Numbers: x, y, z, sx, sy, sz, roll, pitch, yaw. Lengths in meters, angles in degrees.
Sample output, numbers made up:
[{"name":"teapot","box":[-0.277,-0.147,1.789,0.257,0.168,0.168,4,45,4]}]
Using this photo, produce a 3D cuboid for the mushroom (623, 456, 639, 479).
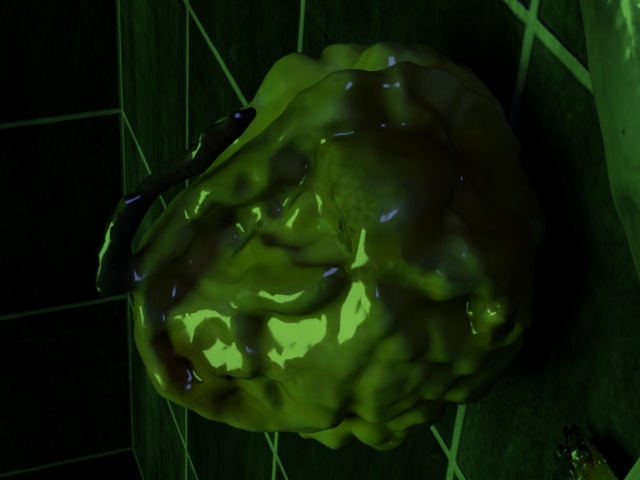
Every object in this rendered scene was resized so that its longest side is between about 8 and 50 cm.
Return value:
[{"name":"mushroom","box":[0.266,0.250,0.815,0.270,0.103,0.118,56,157,32]}]

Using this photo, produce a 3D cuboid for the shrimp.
[{"name":"shrimp","box":[0.224,0.218,1.004,0.101,0.042,0.190,92,159,-53]}]

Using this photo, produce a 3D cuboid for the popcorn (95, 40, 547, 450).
[{"name":"popcorn","box":[0.000,0.000,1.094,0.349,0.382,0.349,-1,89,57]}]

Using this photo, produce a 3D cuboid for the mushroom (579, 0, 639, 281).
[{"name":"mushroom","box":[0.209,-0.096,0.799,0.109,0.097,0.351,147,114,-70]}]
